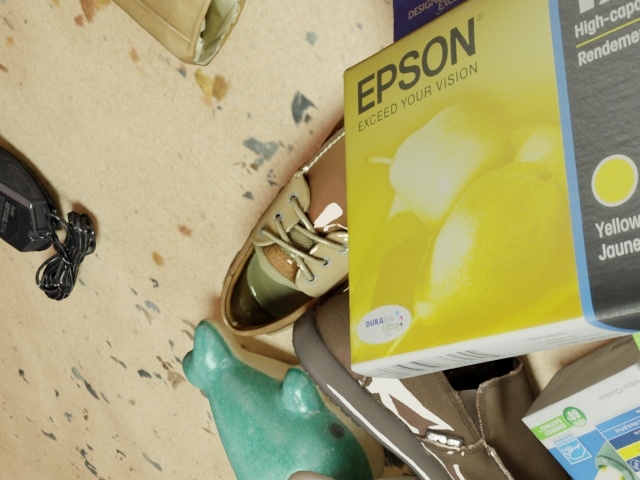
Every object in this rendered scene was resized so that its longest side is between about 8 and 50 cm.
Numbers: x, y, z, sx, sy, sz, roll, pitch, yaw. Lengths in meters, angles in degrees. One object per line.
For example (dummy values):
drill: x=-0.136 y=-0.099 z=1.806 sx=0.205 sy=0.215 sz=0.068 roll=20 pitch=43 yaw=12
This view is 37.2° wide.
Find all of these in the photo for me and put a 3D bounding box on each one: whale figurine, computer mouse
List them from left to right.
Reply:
computer mouse: x=-0.408 y=-0.053 z=1.250 sx=0.272 sy=0.072 sz=0.188 roll=37 pitch=138 yaw=-2
whale figurine: x=-0.062 y=0.212 z=1.056 sx=0.272 sy=0.141 sz=0.216 roll=41 pitch=140 yaw=9

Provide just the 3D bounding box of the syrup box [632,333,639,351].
syrup box: x=0.247 y=-0.010 z=0.637 sx=0.096 sy=0.093 sz=0.237 roll=-15 pitch=108 yaw=48

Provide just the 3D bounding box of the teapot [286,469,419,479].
teapot: x=0.040 y=0.323 z=0.911 sx=0.187 sy=0.252 sz=0.256 roll=25 pitch=103 yaw=19

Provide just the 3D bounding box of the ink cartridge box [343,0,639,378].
ink cartridge box: x=0.130 y=-0.089 z=0.574 sx=0.303 sy=0.072 sz=0.307 roll=-22 pitch=66 yaw=49

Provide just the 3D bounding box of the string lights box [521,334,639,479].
string lights box: x=0.302 y=0.199 z=0.754 sx=0.260 sy=0.077 sz=0.133 roll=49 pitch=139 yaw=3

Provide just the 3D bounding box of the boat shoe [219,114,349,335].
boat shoe: x=0.000 y=0.000 z=0.856 sx=0.122 sy=0.120 sz=0.324 roll=45 pitch=140 yaw=8

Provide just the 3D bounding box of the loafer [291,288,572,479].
loafer: x=0.142 y=0.166 z=0.833 sx=0.366 sy=0.134 sz=0.130 roll=42 pitch=104 yaw=-7

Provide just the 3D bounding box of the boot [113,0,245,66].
boot: x=-0.205 y=-0.251 z=0.889 sx=0.269 sy=0.089 sz=0.236 roll=40 pitch=148 yaw=6
